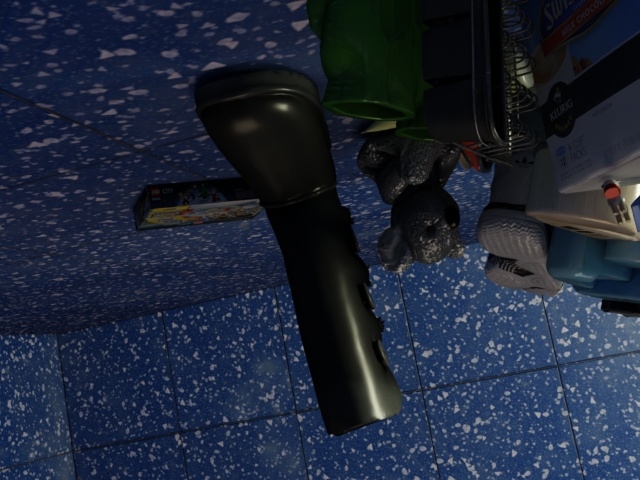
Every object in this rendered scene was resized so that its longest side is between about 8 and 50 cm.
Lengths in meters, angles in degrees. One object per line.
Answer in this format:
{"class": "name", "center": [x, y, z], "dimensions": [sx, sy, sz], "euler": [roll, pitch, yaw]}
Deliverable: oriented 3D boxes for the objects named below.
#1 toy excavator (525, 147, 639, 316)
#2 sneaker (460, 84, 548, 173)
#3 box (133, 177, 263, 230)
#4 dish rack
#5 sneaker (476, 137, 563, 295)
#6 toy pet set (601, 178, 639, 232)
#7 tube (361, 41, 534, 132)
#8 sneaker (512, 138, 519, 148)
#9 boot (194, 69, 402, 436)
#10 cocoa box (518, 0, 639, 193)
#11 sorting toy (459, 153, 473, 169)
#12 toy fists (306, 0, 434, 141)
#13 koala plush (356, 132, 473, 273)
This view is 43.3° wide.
{"class": "toy excavator", "center": [0.409, -0.013, 1.128], "dimensions": [0.445, 0.222, 0.433], "euler": [11, 177, -16]}
{"class": "sneaker", "center": [0.344, -0.184, 1.079], "dimensions": [0.350, 0.148, 0.131], "euler": [-17, 169, 36]}
{"class": "box", "center": [-0.214, -0.067, 1.478], "dimensions": [0.233, 0.044, 0.159], "euler": [-7, 170, -23]}
{"class": "dish rack", "center": [0.165, -0.176, 0.771], "dimensions": [0.074, 0.208, 0.271], "euler": [-2, 177, 28]}
{"class": "sneaker", "center": [0.363, -0.042, 1.378], "dimensions": [0.137, 0.210, 0.366], "euler": [12, 164, 23]}
{"class": "toy pet set", "center": [0.339, -0.053, 0.782], "dimensions": [0.122, 0.065, 0.114], "euler": [-17, 134, 20]}
{"class": "tube", "center": [0.169, -0.196, 1.088], "dimensions": [0.240, 0.062, 0.070], "euler": [-16, 156, 39]}
{"class": "sneaker", "center": [0.420, -0.123, 1.516], "dimensions": [0.086, 0.163, 0.226], "euler": [-14, 172, 12]}
{"class": "boot", "center": [-0.017, 0.035, 1.061], "dimensions": [0.146, 0.445, 0.367], "euler": [-13, 171, 15]}
{"class": "cocoa box", "center": [0.417, -0.199, 0.805], "dimensions": [0.347, 0.228, 0.231], "euler": [-7, 170, -16]}
{"class": "sorting toy", "center": [0.276, -0.165, 1.475], "dimensions": [0.075, 0.045, 0.083], "euler": [5, 164, -35]}
{"class": "toy fists", "center": [0.076, -0.184, 0.799], "dimensions": [0.096, 0.142, 0.279], "euler": [3, 179, 31]}
{"class": "koala plush", "center": [0.160, -0.064, 1.273], "dimensions": [0.196, 0.221, 0.203], "euler": [-15, -170, -37]}
